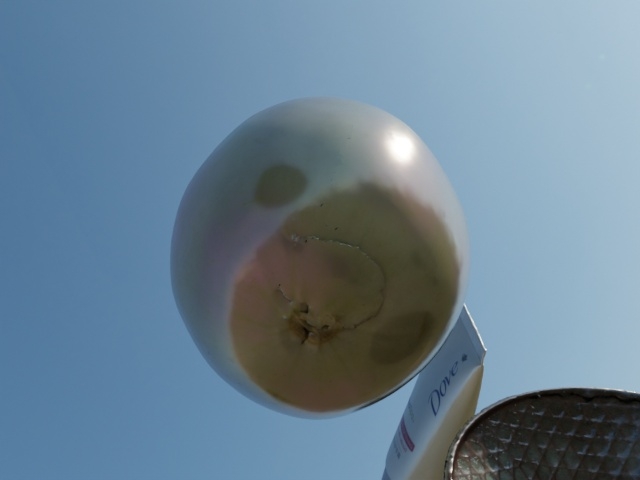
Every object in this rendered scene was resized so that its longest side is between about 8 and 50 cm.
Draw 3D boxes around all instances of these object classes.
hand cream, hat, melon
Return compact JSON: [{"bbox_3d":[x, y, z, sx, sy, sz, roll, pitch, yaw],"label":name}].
[{"bbox_3d":[0.127,0.188,0.655,0.083,0.133,0.247,9,-71,-5],"label":"hand cream"},{"bbox_3d":[0.164,0.165,0.330,0.193,0.193,0.082,-16,-67,-27],"label":"hat"},{"bbox_3d":[0.000,0.000,0.486,0.223,0.317,0.222,1,-72,3],"label":"melon"}]
